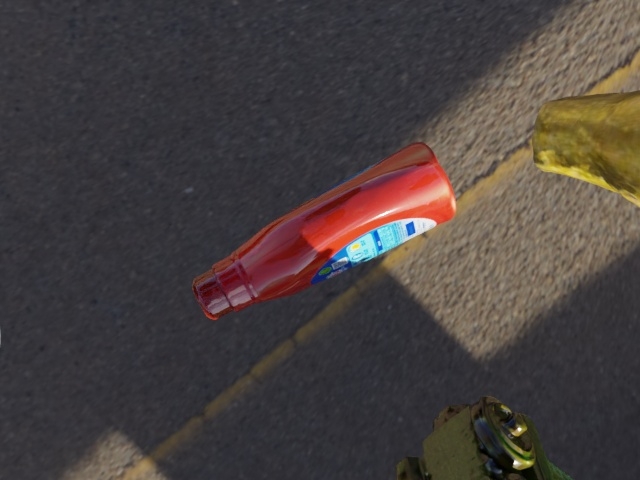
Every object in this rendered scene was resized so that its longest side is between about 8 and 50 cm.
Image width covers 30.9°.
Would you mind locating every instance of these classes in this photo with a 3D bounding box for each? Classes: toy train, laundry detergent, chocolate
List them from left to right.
[{"bbox_3d":[0.000,0.000,0.705,0.165,0.097,0.049,-27,75,-2],"label":"laundry detergent"},{"bbox_3d":[0.123,0.193,0.668,0.137,0.225,0.090,37,114,-27],"label":"toy train"},{"bbox_3d":[0.180,-0.037,0.521,0.219,0.085,0.086,14,114,53],"label":"chocolate"}]
